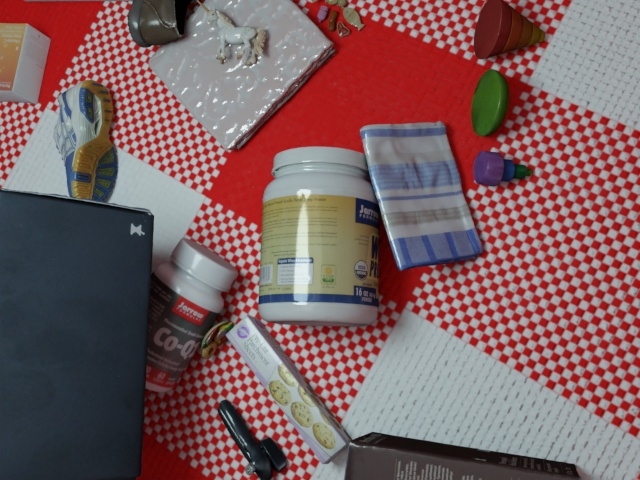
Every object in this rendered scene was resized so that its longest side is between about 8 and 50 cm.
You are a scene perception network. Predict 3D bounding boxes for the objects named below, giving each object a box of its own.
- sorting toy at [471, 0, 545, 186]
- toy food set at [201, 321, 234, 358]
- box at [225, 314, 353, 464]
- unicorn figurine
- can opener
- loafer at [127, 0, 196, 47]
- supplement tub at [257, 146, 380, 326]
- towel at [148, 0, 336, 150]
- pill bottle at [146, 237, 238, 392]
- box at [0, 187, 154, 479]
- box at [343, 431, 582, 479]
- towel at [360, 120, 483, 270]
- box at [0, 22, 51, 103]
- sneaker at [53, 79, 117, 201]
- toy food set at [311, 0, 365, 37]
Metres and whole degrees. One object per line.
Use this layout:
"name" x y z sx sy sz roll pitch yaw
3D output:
"sorting toy" 0.371 -0.282 1.385 0.126 0.127 0.366 4 84 -12
"toy food set" -0.211 0.200 1.467 0.020 0.083 0.083 38 50 23
"box" -0.063 0.290 1.418 0.067 0.063 0.324 -41 72 5
"unicorn figurine" -0.190 -0.435 1.536 0.161 0.060 0.111 10 84 2
"can opener" -0.149 0.400 1.437 0.186 0.073 0.059 45 134 22
"loafer" -0.308 -0.590 1.606 0.130 0.134 0.366 12 80 13
"supplement tub" 0.000 0.000 1.362 0.228 0.228 0.316 -1 81 17
"towel" -0.178 -0.407 1.579 0.332 0.053 0.317 -44 72 6
"pill bottle" -0.298 0.149 1.462 0.161 0.161 0.283 33 91 19
"box" -0.554 0.191 1.357 0.471 0.297 0.480 -11 75 48
"box" 0.243 0.430 1.237 0.381 0.191 0.143 3 81 16
"towel" 0.192 -0.092 1.355 0.034 0.209 0.285 -31 69 55
"box" -0.746 -0.426 1.733 0.130 0.091 0.171 6 82 18
"sneaker" -0.546 -0.211 1.644 0.130 0.112 0.297 -7 76 33
"toy food set" 0.034 -0.485 1.548 0.078 0.019 0.122 -33 81 9
